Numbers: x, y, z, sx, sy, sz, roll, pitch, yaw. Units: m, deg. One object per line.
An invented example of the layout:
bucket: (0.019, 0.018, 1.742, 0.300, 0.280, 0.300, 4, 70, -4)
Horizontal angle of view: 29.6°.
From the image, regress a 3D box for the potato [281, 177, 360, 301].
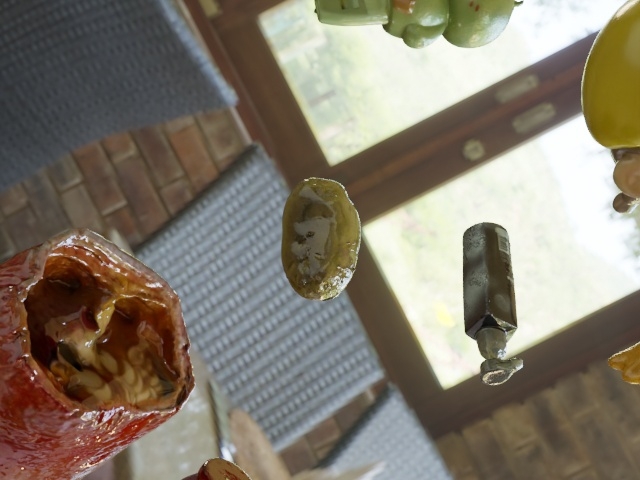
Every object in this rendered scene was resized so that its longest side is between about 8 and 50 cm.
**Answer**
potato: (0.000, 0.000, 1.362, 0.070, 0.092, 0.137, 15, 79, -65)

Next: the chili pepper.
chili pepper: (-0.279, 0.144, 1.204, 0.251, 0.305, 0.229, 38, 49, -23)

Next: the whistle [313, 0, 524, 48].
whistle: (0.147, -0.336, 1.664, 0.141, 0.294, 0.141, 180, -90, -66)

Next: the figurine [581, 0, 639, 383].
figurine: (0.316, -0.045, 0.970, 0.187, 0.215, 0.343, -104, -169, -70)

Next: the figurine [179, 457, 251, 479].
figurine: (-0.116, 0.337, 1.326, 0.173, 0.173, 0.173, 63, 3, -6)

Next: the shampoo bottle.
shampoo bottle: (0.198, 0.072, 1.393, 0.057, 0.063, 0.207, 22, 46, -23)

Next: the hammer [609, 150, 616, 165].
hammer: (0.553, -0.061, 1.471, 0.408, 0.242, 0.095, 60, -3, 42)
